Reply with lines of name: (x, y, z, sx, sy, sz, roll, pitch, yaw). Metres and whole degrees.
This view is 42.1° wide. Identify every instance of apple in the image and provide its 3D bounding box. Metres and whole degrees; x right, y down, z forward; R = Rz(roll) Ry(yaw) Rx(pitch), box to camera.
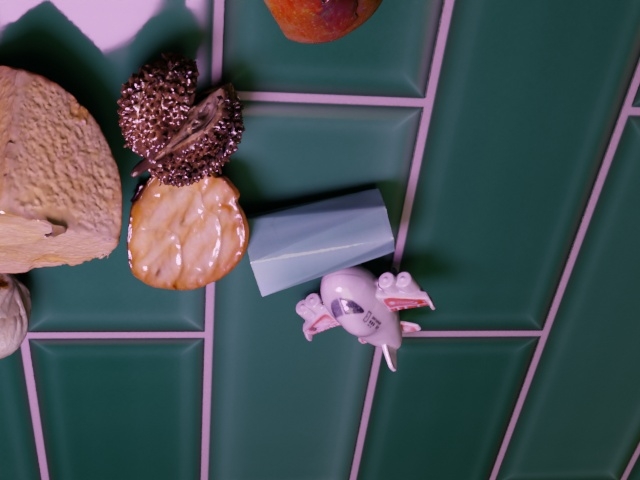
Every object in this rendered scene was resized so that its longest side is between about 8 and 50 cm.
apple: (0.007, -0.358, 1.070, 0.174, 0.207, 0.188, 9, 149, 36)
apple: (-0.461, -0.070, 1.183, 0.309, 0.252, 0.314, -11, 115, 38)

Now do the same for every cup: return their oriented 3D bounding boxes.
cup: (0.000, 0.000, 1.375, 0.236, 0.134, 0.148, -12, 131, 0)

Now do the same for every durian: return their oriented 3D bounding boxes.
durian: (-0.206, -0.164, 1.189, 0.196, 0.167, 0.196, -1, 93, -17)

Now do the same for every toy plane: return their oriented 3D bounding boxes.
toy plane: (0.081, 0.129, 1.479, 0.252, 0.118, 0.252, 2, 142, 2)

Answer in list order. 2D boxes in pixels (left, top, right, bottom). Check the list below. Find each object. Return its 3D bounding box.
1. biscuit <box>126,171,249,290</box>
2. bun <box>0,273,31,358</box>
biscuit: (-0.223, -0.016, 1.340, 0.260, 0.041, 0.203, -40, 91, 30)
bun: (-0.544, 0.095, 1.333, 0.195, 0.195, 0.118, 34, 105, -29)
